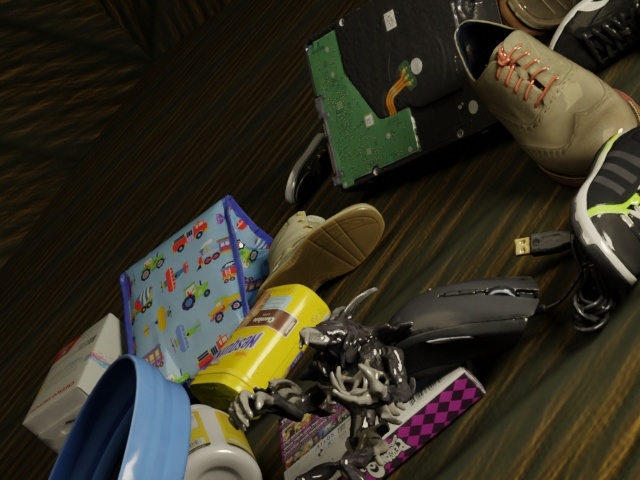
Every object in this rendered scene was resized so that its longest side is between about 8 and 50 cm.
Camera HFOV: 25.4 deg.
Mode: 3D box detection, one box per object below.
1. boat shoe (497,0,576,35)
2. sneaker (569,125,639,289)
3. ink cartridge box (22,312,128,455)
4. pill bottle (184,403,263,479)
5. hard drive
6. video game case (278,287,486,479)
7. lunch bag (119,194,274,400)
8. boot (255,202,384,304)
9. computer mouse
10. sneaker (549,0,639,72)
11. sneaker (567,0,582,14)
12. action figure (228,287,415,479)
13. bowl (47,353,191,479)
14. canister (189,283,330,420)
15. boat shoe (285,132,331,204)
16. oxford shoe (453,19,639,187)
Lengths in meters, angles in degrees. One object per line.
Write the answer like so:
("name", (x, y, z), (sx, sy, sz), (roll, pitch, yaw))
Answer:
("boat shoe", (0.292, -0.344, 2.006), (0.104, 0.111, 0.307), (-38, 9, 32))
("sneaker", (0.305, -0.051, 1.355), (0.097, 0.084, 0.234), (-31, 23, 34))
("ink cartridge box", (-0.324, 0.224, 2.065), (0.128, 0.127, 0.176), (-34, 21, 29))
("pill bottle", (-0.129, 0.252, 1.619), (0.103, 0.103, 0.184), (-45, 18, 1))
("hard drive", (0.118, -0.220, 1.932), (0.064, 0.237, 0.339), (-5, -12, -39))
("video game case", (0.056, 0.173, 1.481), (0.232, 0.042, 0.210), (-42, 19, 10))
("lunch bag", (-0.170, 0.112, 2.008), (0.221, 0.138, 0.293), (-36, 29, 20))
("boot", (0.000, 0.000, 1.929), (0.213, 0.077, 0.165), (-42, 16, 20))
("computer mouse", (0.165, 0.045, 1.404), (0.262, 0.060, 0.184), (-19, 26, 27))
("sneaker", (0.364, -0.258, 1.680), (0.217, 0.079, 0.121), (-39, 19, 16))
("sneaker", (0.390, -0.329, 1.832), (0.089, 0.051, 0.170), (-54, 15, -25))
("action figure", (0.013, 0.162, 1.314), (0.164, 0.141, 0.275), (-27, 53, 35))
("bowl", (-0.250, 0.321, 1.587), (0.391, 0.077, 0.391), (-57, 20, 33))
("canister", (-0.074, 0.139, 1.794), (0.170, 0.073, 0.126), (-53, 20, -26))
("boat shoe", (-0.011, -0.114, 2.248), (0.040, 0.049, 0.142), (15, 59, 25))
("oxford shoe", (0.243, -0.161, 1.603), (0.123, 0.130, 0.348), (-51, 29, 4))
